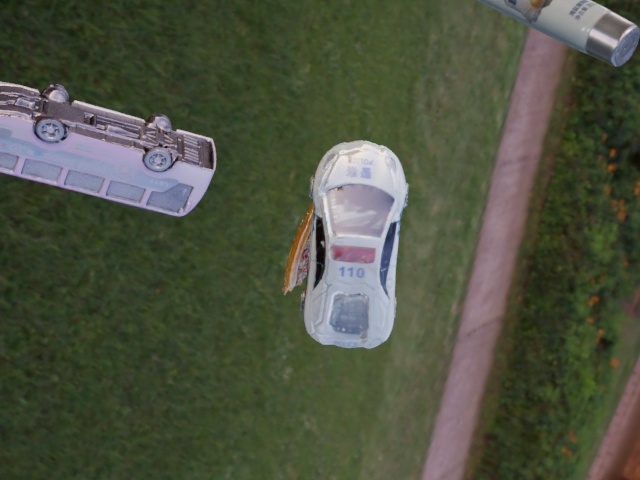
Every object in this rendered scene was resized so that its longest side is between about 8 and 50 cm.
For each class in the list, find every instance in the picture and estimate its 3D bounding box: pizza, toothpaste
[{"bbox_3d":[-0.004,-0.002,1.043,0.100,0.029,0.099,-49,157,-39],"label":"pizza"},{"bbox_3d":[0.164,-0.215,0.854,0.062,0.239,0.039,-43,147,-15],"label":"toothpaste"}]

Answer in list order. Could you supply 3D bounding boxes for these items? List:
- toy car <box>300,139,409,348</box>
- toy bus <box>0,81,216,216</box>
[{"bbox_3d":[0.032,0.006,0.956,0.056,0.095,0.204,-76,171,-73],"label":"toy car"},{"bbox_3d":[-0.127,-0.050,0.562,0.037,0.131,0.052,-101,-148,-48],"label":"toy bus"}]
